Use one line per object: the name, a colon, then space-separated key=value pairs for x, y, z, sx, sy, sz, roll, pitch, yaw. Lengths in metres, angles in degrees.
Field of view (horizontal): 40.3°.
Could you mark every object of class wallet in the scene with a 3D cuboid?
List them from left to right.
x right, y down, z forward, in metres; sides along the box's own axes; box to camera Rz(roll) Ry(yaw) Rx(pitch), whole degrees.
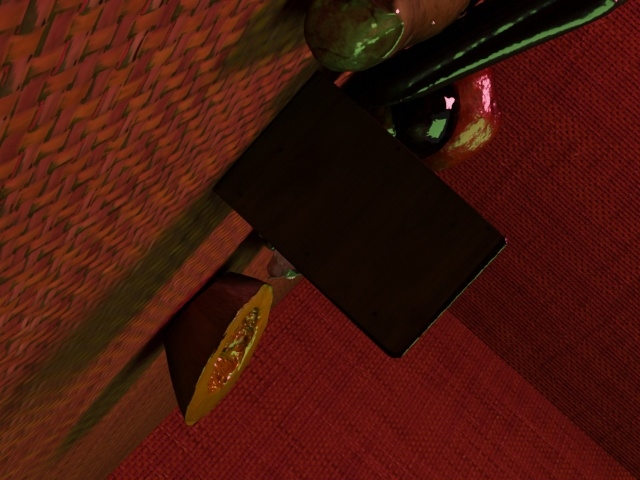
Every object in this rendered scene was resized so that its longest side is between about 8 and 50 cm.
wallet: x=0.137 y=-0.182 z=0.778 sx=0.245 sy=0.052 sz=0.168 roll=-27 pitch=-164 yaw=-9

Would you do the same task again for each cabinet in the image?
cabinet: x=0.032 y=-0.017 z=0.815 sx=0.148 sy=0.215 sz=0.175 roll=-47 pitch=178 yaw=1

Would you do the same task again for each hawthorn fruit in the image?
hawthorn fruit: x=0.142 y=-0.164 z=1.148 sx=0.194 sy=0.157 sz=0.157 roll=-37 pitch=175 yaw=-12

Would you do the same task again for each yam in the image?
yam: x=0.067 y=-0.179 z=0.644 sx=0.071 sy=0.067 sz=0.317 roll=-52 pitch=177 yaw=29

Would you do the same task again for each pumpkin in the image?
pumpkin: x=-0.153 y=0.129 z=1.191 sx=0.217 sy=0.110 sz=0.217 roll=-51 pitch=166 yaw=-18

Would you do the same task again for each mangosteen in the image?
mangosteen: x=0.080 y=-0.143 z=0.939 sx=0.140 sy=0.140 sz=0.140 roll=-48 pitch=177 yaw=-3

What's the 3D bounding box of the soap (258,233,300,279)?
soap: x=0.000 y=0.000 z=1.257 sx=0.150 sy=0.094 sz=0.261 roll=-10 pitch=178 yaw=2
